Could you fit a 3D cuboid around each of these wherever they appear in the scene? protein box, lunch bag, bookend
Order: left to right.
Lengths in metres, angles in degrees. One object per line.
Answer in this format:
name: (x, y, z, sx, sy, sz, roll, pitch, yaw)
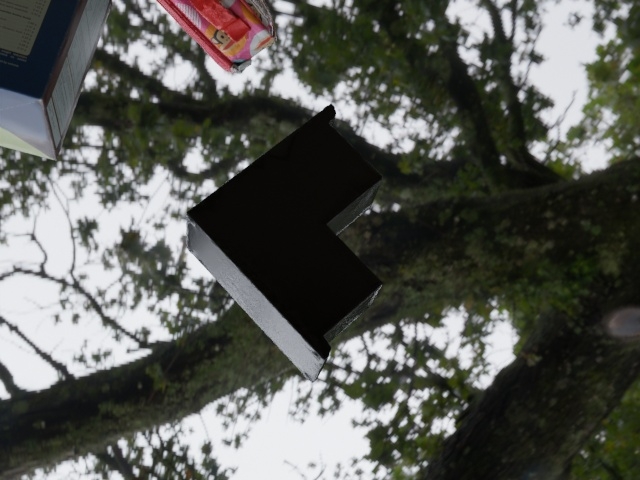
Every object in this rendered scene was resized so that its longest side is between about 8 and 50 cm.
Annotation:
protein box: (-0.330, -0.218, 0.910, 0.199, 0.136, 0.201, 15, -112, -5)
lunch bag: (-0.182, -0.382, 1.322, 0.120, 0.293, 0.258, -36, -138, 12)
bookend: (0.000, 0.000, 0.751, 0.157, 0.072, 0.156, -40, -102, -21)
